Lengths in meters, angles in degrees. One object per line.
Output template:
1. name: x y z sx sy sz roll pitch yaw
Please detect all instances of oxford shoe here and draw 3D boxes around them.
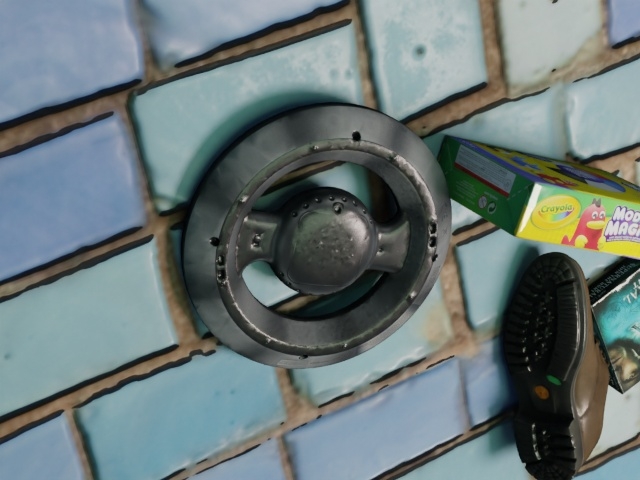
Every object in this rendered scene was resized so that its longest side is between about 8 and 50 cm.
1. oxford shoe: 0.228 0.109 1.182 0.096 0.083 0.227 -28 123 -44

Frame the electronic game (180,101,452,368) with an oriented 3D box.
1. electronic game: 0.000 0.000 1.008 0.229 0.048 0.229 -8 115 -18

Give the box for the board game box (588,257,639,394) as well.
1. board game box: 0.346 0.053 1.245 0.186 0.026 0.126 -36 124 -12

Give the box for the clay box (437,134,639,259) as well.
1. clay box: 0.220 -0.032 1.073 0.222 0.127 0.053 8 107 -33
